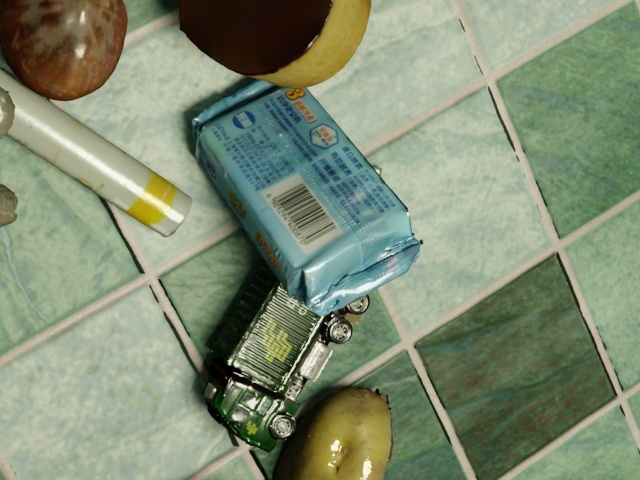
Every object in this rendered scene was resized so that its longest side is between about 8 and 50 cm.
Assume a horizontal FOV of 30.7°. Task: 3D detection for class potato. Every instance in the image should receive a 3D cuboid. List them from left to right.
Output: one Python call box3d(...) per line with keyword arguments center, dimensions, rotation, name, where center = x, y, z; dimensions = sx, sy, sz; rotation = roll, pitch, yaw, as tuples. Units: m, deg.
box3d(center=(0.009, 0.292, 1.412), dimensions=(0.098, 0.138, 0.243), rotation=(18, 89, -19), name="potato")

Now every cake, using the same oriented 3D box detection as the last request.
box3d(center=(-0.037, -0.269, 1.302), dimensions=(0.208, 0.178, 0.185), rotation=(30, 102, 14), name="cake")

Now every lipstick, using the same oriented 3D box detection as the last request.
box3d(center=(-0.262, -0.095, 1.282), dimensions=(0.264, 0.059, 0.059), rotation=(35, 84, -23), name="lipstick")

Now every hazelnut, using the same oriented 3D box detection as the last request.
box3d(center=(-0.265, -0.223, 1.214), dimensions=(0.143, 0.143, 0.154), rotation=(6, 78, -23), name="hazelnut")

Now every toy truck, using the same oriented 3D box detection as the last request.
box3d(center=(-0.043, 0.112, 1.373), dimensions=(0.121, 0.088, 0.259), rotation=(33, 85, -23), name="toy truck")

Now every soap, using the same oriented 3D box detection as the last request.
box3d(center=(-0.021, -0.057, 1.302), dimensions=(0.156, 0.293, 0.077), rotation=(-28, 152, -15), name="soap")

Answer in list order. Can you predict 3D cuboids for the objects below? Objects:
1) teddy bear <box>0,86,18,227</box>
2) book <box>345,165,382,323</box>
box3d(center=(-0.421, -0.050, 1.173), dimensions=(0.236, 0.151, 0.267), rotation=(3, 98, -25), name="teddy bear")
box3d(center=(0.000, 0.000, 1.427), dimensions=(0.138, 0.016, 0.198), rotation=(5, 96, -23), name="book")
